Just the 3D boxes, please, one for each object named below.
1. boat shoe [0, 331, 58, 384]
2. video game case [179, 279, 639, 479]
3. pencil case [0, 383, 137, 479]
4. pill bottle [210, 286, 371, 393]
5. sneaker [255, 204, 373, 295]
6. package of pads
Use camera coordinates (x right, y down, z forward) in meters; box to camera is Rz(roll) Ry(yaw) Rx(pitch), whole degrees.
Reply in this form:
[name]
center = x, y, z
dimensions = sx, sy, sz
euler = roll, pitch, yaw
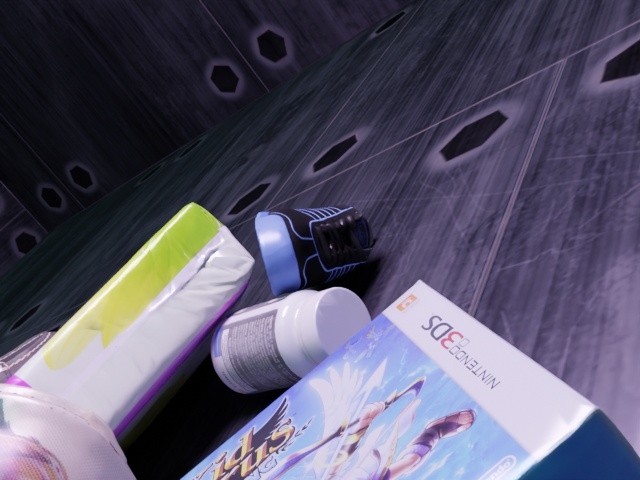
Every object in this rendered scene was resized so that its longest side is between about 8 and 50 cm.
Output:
[boat shoe]
center = -0.391, 0.187, 0.822
dimensions = 0.112, 0.095, 0.335
euler = -20, 23, 50
[video game case]
center = 0.013, 0.155, 0.487
dimensions = 0.269, 0.061, 0.244
euler = -39, 16, -3
[pencil case]
center = -0.228, 0.278, 0.403
dimensions = 0.183, 0.160, 0.410
euler = -45, 18, 41
[pill bottle]
center = -0.025, 0.086, 0.708
dimensions = 0.137, 0.078, 0.078
euler = -20, 25, 45
[sneaker]
center = 0.000, 0.000, 0.789
dimensions = 0.090, 0.081, 0.232
euler = -15, 2, 8
[package of pads]
center = -0.196, 0.128, 0.791
dimensions = 0.296, 0.101, 0.229
euler = -48, -4, -25
